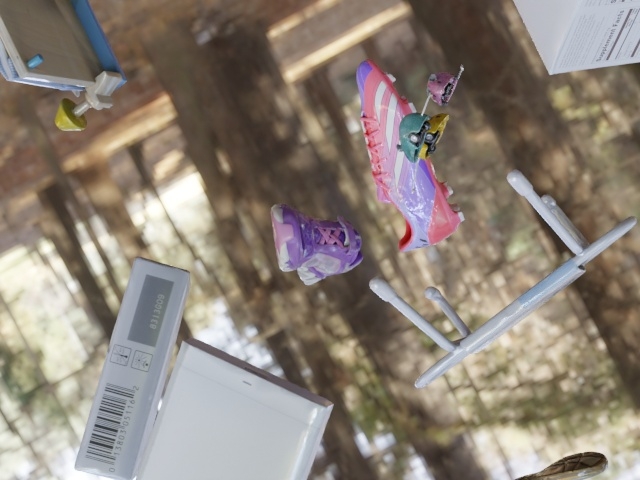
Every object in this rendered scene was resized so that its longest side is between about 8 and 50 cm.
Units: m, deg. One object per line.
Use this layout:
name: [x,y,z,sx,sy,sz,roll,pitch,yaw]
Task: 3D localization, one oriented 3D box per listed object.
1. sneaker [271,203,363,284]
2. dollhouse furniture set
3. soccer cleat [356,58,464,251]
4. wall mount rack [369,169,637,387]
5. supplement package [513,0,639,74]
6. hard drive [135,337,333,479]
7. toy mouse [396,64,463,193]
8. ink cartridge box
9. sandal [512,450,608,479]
sneaker: [0.000,0.000,1.954,0.104,0.095,0.236,-8,168,13]
dollhouse furniture set: [-0.418,-0.248,1.613,0.198,0.303,0.286,-31,172,21]
soccer cleat: [0.093,-0.104,1.754,0.095,0.248,0.083,-27,-167,2]
wall mount rack: [0.213,0.038,1.728,0.350,0.130,0.304,-39,169,11]
supplement package: [0.289,-0.348,1.515,0.145,0.262,0.204,-9,147,-16]
hard drive: [-0.127,0.301,1.724,0.040,0.203,0.308,-6,118,-69]
toy mouse: [0.122,-0.149,1.631,0.161,0.031,0.143,-63,165,-7]
ink cartridge box: [-0.276,0.195,2.115,0.091,0.308,0.385,15,173,-5]
sandal: [0.260,0.284,1.590,0.180,0.049,0.072,-34,173,41]
